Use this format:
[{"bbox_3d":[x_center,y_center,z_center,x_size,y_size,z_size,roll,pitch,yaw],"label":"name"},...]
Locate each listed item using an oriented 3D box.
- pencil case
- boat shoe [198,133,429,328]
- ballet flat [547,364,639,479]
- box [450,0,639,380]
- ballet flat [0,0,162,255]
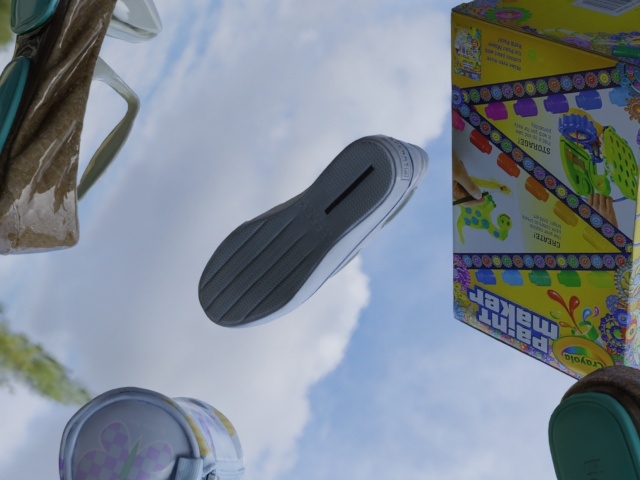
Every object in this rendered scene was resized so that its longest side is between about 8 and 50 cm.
[{"bbox_3d":[-0.136,0.185,1.119,0.273,0.124,0.113,78,9,-81],"label":"pencil case"},{"bbox_3d":[0.000,0.000,1.048,0.226,0.076,0.083,-35,-108,30],"label":"boat shoe"},{"bbox_3d":[0.203,0.220,0.693,0.108,0.106,0.315,-12,-96,49],"label":"ballet flat"},{"bbox_3d":[0.263,-0.079,1.054,0.290,0.279,0.177,-29,-141,-35],"label":"box"},{"bbox_3d":[-0.197,-0.147,1.062,0.116,0.124,0.342,-3,-108,54],"label":"ballet flat"}]
